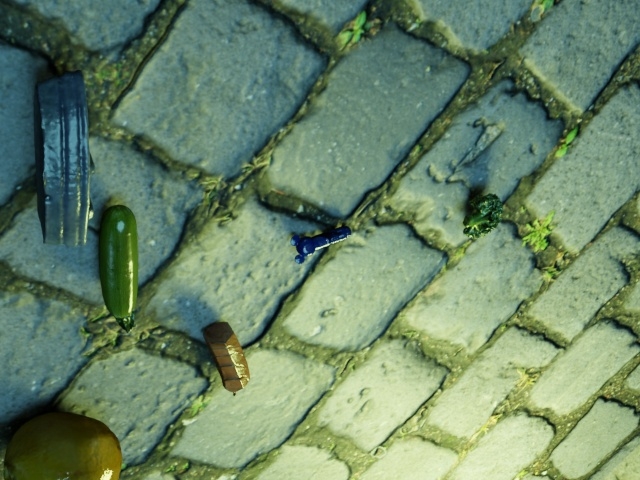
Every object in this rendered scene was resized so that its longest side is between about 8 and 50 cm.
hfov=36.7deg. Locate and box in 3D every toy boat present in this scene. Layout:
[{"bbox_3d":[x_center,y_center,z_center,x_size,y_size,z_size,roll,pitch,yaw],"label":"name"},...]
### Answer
[{"bbox_3d":[-0.377,-0.121,1.419,0.078,0.127,0.283,-5,129,-19],"label":"toy boat"}]

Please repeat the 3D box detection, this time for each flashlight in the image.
[{"bbox_3d":[0.000,0.000,1.805,0.121,0.035,0.057,-21,108,-21],"label":"flashlight"}]

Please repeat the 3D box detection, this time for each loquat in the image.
[{"bbox_3d":[-0.462,0.403,1.754,0.234,0.187,0.176,5,156,-43],"label":"loquat"}]

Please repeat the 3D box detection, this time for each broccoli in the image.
[{"bbox_3d":[0.315,-0.048,1.921,0.092,0.097,0.095,-13,100,-29],"label":"broccoli"}]

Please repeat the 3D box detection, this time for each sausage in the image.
[{"bbox_3d":[-0.175,0.232,1.867,0.065,0.065,0.169,-25,135,-11],"label":"sausage"}]

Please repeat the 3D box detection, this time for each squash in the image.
[{"bbox_3d":[-0.338,0.044,1.616,0.066,0.066,0.252,-10,129,-24],"label":"squash"}]
